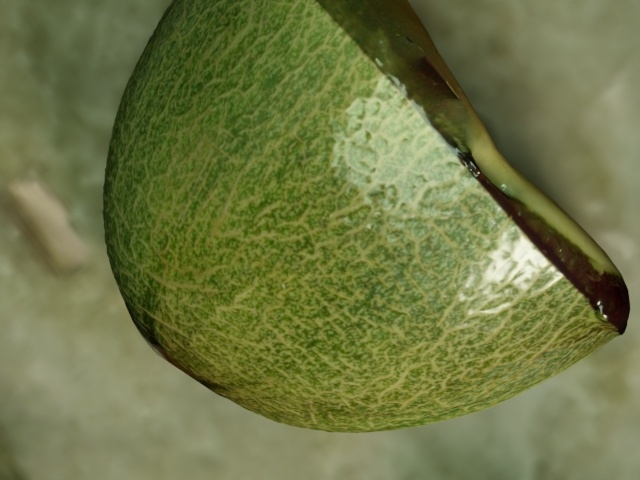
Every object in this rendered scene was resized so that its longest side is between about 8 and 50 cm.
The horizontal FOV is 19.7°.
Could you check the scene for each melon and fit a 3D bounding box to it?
[{"bbox_3d":[0.000,0.000,0.499,0.128,0.079,0.160,-43,94,14],"label":"melon"}]
